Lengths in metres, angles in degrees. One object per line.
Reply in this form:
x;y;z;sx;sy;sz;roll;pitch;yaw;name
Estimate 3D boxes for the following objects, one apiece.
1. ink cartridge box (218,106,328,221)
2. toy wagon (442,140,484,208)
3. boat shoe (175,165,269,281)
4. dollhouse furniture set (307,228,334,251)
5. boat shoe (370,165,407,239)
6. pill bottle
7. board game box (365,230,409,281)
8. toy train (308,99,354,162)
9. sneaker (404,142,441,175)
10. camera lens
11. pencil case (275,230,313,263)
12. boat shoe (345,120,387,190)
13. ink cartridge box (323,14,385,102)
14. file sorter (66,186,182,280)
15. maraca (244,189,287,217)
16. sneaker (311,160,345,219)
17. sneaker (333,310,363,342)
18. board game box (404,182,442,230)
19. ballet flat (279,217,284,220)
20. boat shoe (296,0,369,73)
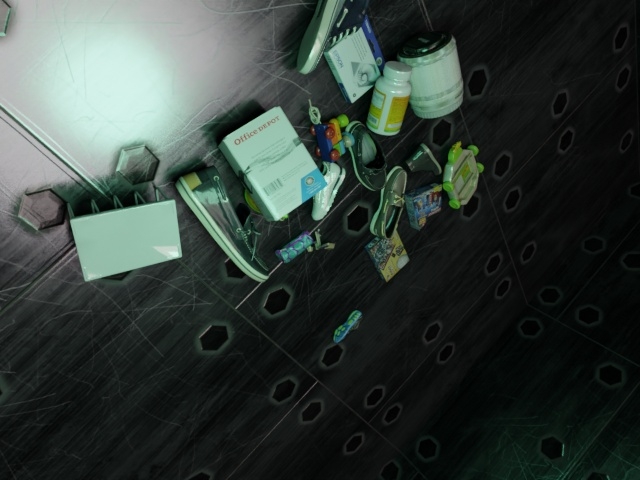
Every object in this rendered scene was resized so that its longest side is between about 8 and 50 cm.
-0.158;-0.250;1.571;0.223;0.129;0.307;-36;103;-17;ink cartridge box
0.665;-0.331;2.239;0.267;0.068;0.344;-53;134;-20;toy wagon
-0.294;-0.045;1.621;0.156;0.187;0.500;-37;125;-8;boat shoe
0.000;0.000;1.978;0.114;0.091;0.081;9;66;-62;dollhouse furniture set
0.317;-0.161;2.071;0.117;0.097;0.324;7;109;-39;boat shoe
0.263;-0.534;1.771;0.136;0.136;0.245;-17;139;-29;pill bottle
0.319;0.063;2.226;0.165;0.042;0.243;-41;131;-12;board game box
0.043;-0.425;1.731;0.143;0.105;0.248;-36;130;-26;toy train
0.455;-0.337;2.112;0.118;0.083;0.222;-39;140;11;sneaker
0.427;-0.643;1.821;0.219;0.219;0.274;-39;130;-15;camera lens
-0.103;0.027;1.876;0.152;0.064;0.070;-37;146;-16;pencil case
0.208;-0.322;1.895;0.127;0.113;0.340;-36;129;-16;boat shoe
0.142;-0.658;1.717;0.224;0.045;0.223;-44;131;-10;ink cartridge box
-0.588;-0.034;1.409;0.278;0.173;0.192;-16;122;-30;file sorter
-0.182;-0.149;1.686;0.186;0.099;0.127;33;97;-18;maraca
0.007;-0.194;1.844;0.095;0.090;0.235;19;97;-28;sneaker
0.139;0.423;2.261;0.188;0.067;0.078;-46;126;-12;sneaker
0.482;-0.157;2.223;0.194;0.060;0.194;-24;126;-26;board game box
-0.104;-0.180;1.757;0.086;0.086;0.248;31;92;-42;ballet flat
0.050;-0.696;1.566;0.158;0.127;0.340;17;101;-30;boat shoe
